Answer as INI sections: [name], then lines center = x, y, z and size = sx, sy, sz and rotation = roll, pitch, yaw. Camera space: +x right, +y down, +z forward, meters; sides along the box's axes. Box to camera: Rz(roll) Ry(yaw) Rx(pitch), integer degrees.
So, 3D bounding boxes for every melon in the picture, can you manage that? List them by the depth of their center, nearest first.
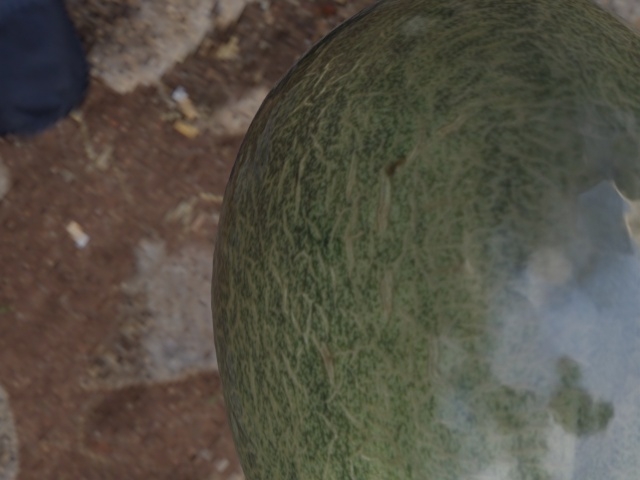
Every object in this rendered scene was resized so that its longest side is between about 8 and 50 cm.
[melon]
center = 0.075, 0.036, 0.791
size = 0.248, 0.249, 0.329
rotation = 31, 48, -46
